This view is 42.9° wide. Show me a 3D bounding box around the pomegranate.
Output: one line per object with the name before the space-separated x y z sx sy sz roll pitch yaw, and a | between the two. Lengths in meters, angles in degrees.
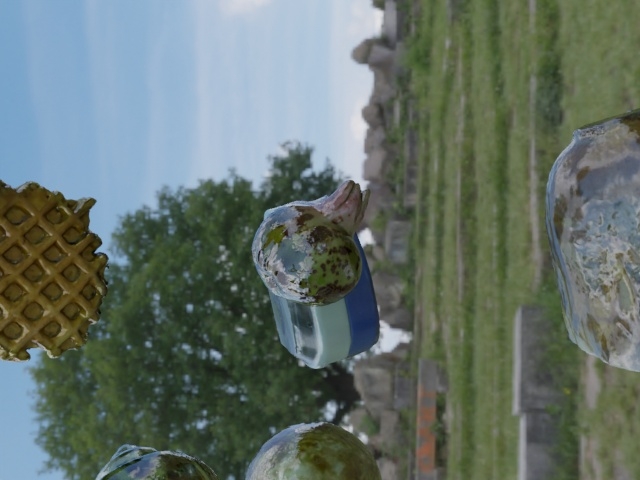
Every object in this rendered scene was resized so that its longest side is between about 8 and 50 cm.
pomegranate | -0.009 0.001 0.971 0.125 0.138 0.163 6 -68 -44

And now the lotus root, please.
lotus root | 0.445 -0.012 1.144 0.250 0.250 0.346 -56 -48 -71

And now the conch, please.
conch | -0.184 0.275 0.792 0.124 0.187 0.181 68 166 -7

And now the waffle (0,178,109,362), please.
waffle | -0.402 0.041 1.085 0.254 0.052 0.245 5 -91 -34

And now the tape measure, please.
tape measure | -0.007 0.078 1.328 0.262 0.138 0.259 -137 32 -70

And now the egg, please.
egg | -0.017 0.426 1.385 0.289 0.238 0.238 49 -137 -63
